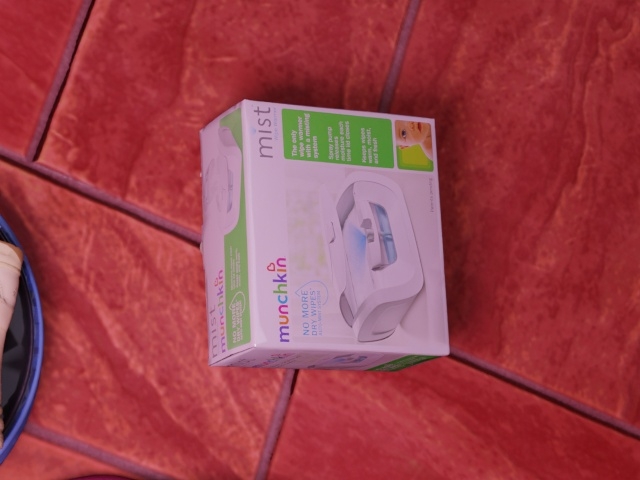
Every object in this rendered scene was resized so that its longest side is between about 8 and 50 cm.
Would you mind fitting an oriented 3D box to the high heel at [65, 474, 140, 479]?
[{"bbox_3d":[-0.159,0.269,1.739,0.244,0.117,0.082,16,70,-22],"label":"high heel"}]

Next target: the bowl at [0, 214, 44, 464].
[{"bbox_3d":[-0.443,0.085,1.674,0.391,0.077,0.391,7,73,-25],"label":"bowl"}]

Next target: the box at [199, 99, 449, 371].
[{"bbox_3d":[0.000,0.000,1.890,0.231,0.127,0.262,5,75,-27],"label":"box"}]

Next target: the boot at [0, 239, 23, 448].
[{"bbox_3d":[-0.399,0.086,1.600,0.262,0.095,0.203,11,73,-28],"label":"boot"}]
